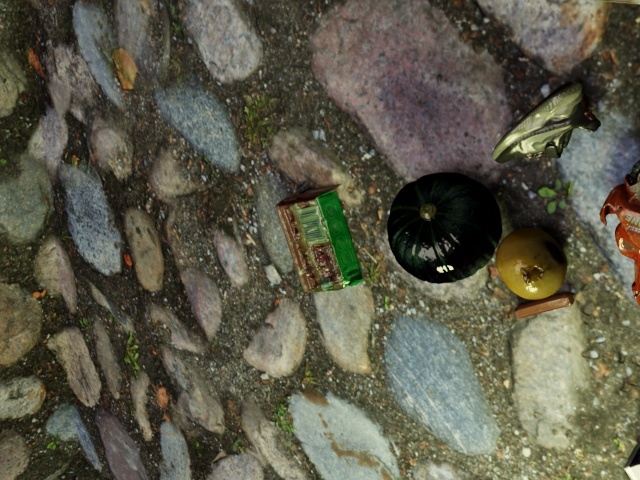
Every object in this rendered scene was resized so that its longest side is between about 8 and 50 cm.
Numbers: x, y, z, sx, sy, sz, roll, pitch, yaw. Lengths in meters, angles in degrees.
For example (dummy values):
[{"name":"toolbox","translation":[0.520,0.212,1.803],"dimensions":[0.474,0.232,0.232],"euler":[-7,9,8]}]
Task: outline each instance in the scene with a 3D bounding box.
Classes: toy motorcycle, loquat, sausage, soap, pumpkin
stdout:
[{"name":"toy motorcycle","translation":[0.619,-0.010,1.318],"dimensions":[0.171,0.089,0.298],"euler":[-14,102,45]},{"name":"loquat","translation":[0.436,0.047,1.470],"dimensions":[0.163,0.163,0.137],"euler":[42,112,18]},{"name":"sausage","translation":[0.486,0.143,1.552],"dimensions":[0.147,0.030,0.035],"euler":[-22,93,45]},{"name":"soap","translation":[-0.002,0.001,1.860],"dimensions":[0.218,0.098,0.273],"euler":[-8,106,43]},{"name":"pumpkin","translation":[0.279,-0.016,1.546],"dimensions":[0.248,0.248,0.248],"euler":[19,123,33]}]

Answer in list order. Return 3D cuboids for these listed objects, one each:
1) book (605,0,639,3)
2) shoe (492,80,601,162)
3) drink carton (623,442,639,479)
[{"name":"book","translation":[0.473,-0.550,1.215],"dimensions":[0.202,0.027,0.264],"euler":[20,123,34]},{"name":"shoe","translation":[0.437,-0.205,1.379],"dimensions":[0.112,0.099,0.227],"euler":[46,133,3]},{"name":"drink carton","translation":[0.757,0.465,1.434],"dimensions":[0.222,0.102,0.134],"euler":[-36,83,43]}]
